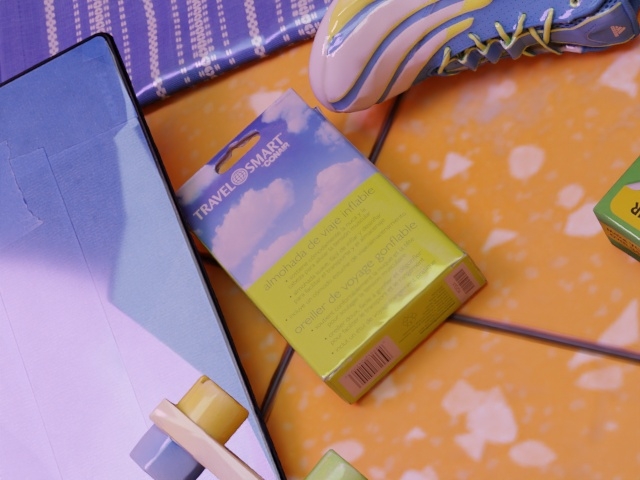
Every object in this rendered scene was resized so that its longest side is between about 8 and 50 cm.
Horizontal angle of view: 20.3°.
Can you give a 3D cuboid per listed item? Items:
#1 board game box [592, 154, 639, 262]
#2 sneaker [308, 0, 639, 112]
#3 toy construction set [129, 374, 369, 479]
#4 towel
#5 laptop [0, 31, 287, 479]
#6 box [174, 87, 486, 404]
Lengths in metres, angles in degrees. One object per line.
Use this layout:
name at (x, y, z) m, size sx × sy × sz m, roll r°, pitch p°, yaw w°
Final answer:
board game box at (0.321, -0.008, 0.885) m, size 0.213 × 0.046 × 0.317 m, roll -48°, pitch 52°, yaw -6°
sneaker at (0.108, -0.142, 1.043) m, size 0.240 × 0.091 × 0.126 m, roll -42°, pitch 53°, yaw -2°
toy construction set at (0.045, 0.214, 0.788) m, size 0.151 × 0.215 × 0.327 m, roll -38°, pitch 52°, yaw 3°
towel at (-0.084, -0.213, 1.216) m, size 0.336 × 0.040 × 0.243 m, roll -21°, pitch 56°, yaw 15°
laptop at (-0.279, 0.093, 0.974) m, size 0.236 × 0.408 × 0.382 m, roll -44°, pitch 59°, yaw 40°
box at (0.000, 0.000, 1.045) m, size 0.109 × 0.042 × 0.178 m, roll -42°, pitch 52°, yaw -2°
